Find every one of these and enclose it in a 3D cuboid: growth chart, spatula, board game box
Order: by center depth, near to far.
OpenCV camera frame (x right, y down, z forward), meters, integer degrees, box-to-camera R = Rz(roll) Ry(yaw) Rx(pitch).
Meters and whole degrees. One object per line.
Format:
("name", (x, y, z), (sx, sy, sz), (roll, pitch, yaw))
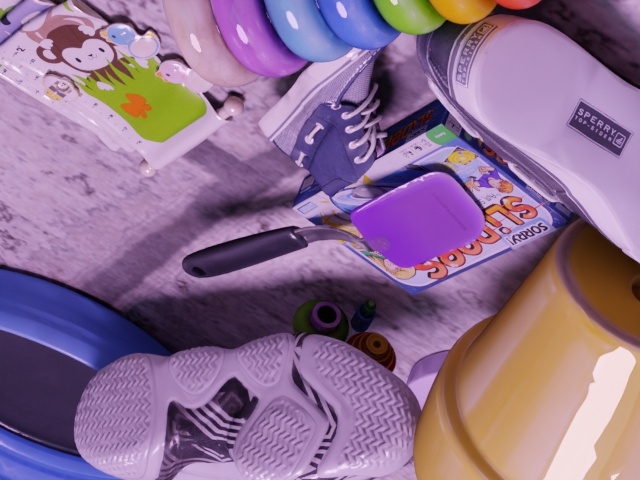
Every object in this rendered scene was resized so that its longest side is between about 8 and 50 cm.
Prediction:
("board game box", (0.088, -0.032, 1.542), (0.136, 0.035, 0.201), (35, 145, -20))
("growth chart", (-0.190, -0.135, 1.565), (0.237, 0.021, 0.172), (29, 145, -13))
("spatula", (0.000, 0.000, 1.577), (0.296, 0.030, 0.084), (-10, 138, 40))

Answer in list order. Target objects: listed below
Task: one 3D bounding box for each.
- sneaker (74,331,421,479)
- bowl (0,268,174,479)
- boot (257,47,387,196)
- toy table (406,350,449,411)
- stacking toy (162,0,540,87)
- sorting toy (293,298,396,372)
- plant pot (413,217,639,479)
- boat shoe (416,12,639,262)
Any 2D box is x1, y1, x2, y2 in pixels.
("sneaker", (-0.029, 0.181, 1.753), (0.365, 0.137, 0.210), (-4, 154, 37))
("bowl", (-0.290, 0.162, 2.000), (0.391, 0.077, 0.391), (15, 146, 10))
("boot", (0.025, -0.099, 1.437), (0.086, 0.069, 0.190), (46, 153, -2))
("toy table", (0.193, 0.217, 1.732), (0.274, 0.161, 0.252), (5, 144, 22))
("stacking toy", (0.067, -0.182, 1.261), (0.330, 0.141, 0.141), (-3, 140, 26))
("sorting toy", (0.028, 0.079, 1.715), (0.102, 0.061, 0.042), (36, 147, 7))
("plant pot", (0.221, 0.113, 1.508), (0.254, 0.254, 0.239), (20, 132, 3))
("boat shoe", (0.184, -0.071, 1.383), (0.301, 0.108, 0.102), (29, -179, -34))
